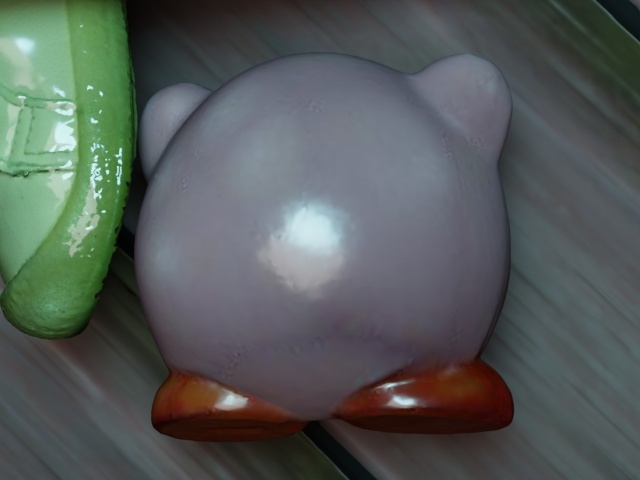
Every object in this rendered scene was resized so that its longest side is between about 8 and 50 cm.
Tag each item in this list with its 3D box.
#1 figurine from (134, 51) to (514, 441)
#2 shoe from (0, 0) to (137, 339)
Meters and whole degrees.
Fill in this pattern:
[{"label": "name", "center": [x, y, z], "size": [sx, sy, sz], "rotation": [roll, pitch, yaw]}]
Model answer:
[{"label": "figurine", "center": [0.000, 0.000, 0.763], "size": [0.173, 0.173, 0.173], "rotation": [0, 93, 10]}, {"label": "shoe", "center": [-0.141, -0.085, 0.803], "size": [0.128, 0.140, 0.262], "rotation": [0, 85, 2]}]
